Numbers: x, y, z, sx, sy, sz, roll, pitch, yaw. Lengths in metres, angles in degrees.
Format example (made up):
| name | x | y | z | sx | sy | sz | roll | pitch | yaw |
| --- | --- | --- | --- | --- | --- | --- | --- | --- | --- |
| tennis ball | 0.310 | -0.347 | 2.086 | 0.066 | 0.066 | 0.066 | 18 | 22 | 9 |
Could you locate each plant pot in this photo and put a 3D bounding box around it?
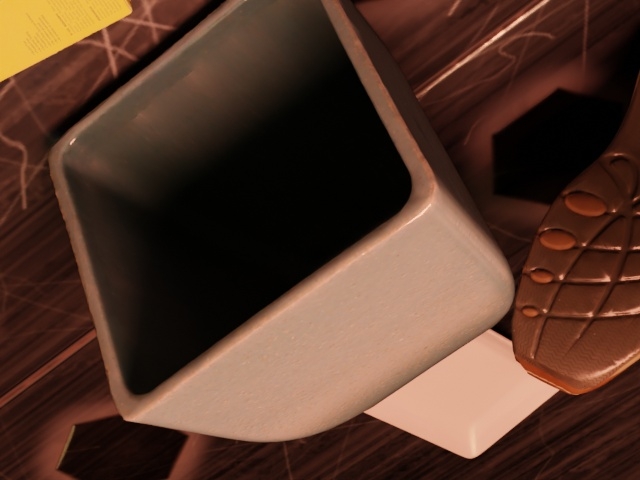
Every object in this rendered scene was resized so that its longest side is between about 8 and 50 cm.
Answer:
| name | x | y | z | sx | sy | sz | roll | pitch | yaw |
| --- | --- | --- | --- | --- | --- | --- | --- | --- | --- |
| plant pot | 0.000 | 0.000 | 0.851 | 0.247 | 0.247 | 0.252 | -36 | 142 | 16 |

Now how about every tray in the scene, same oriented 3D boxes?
| name | x | y | z | sx | sy | sz | roll | pitch | yaw |
| --- | --- | --- | --- | --- | --- | --- | --- | --- | --- |
| tray | 0.104 | 0.120 | 1.123 | 0.270 | 0.030 | 0.145 | 29 | 117 | -34 |

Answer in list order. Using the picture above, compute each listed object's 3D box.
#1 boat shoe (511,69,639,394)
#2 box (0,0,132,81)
| name | x | y | z | sx | sy | sz | roll | pitch | yaw |
| --- | --- | --- | --- | --- | --- | --- | --- | --- | --- |
| boat shoe | 0.256 | -0.025 | 0.898 | 0.324 | 0.122 | 0.120 | -56 | 159 | -13 |
| box | -0.237 | -0.135 | 0.758 | 0.232 | 0.087 | 0.058 | -24 | 133 | 7 |
